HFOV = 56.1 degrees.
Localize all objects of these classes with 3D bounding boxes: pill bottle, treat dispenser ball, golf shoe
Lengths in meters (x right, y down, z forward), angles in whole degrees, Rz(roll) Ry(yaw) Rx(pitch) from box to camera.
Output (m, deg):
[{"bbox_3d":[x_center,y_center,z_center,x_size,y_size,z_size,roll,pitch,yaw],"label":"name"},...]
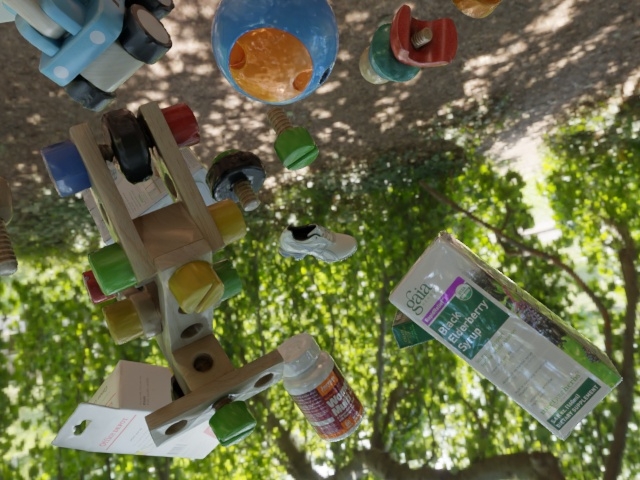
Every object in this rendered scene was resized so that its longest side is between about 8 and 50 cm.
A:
[{"bbox_3d":[-0.006,0.315,1.293,0.121,0.221,0.121,-28,-160,11],"label":"pill bottle"},{"bbox_3d":[-0.102,-0.456,1.364,0.288,0.288,0.288,-9,173,-1],"label":"treat dispenser ball"},{"bbox_3d":[0.000,0.000,1.278,0.176,0.069,0.086,-1,144,-14],"label":"golf shoe"}]

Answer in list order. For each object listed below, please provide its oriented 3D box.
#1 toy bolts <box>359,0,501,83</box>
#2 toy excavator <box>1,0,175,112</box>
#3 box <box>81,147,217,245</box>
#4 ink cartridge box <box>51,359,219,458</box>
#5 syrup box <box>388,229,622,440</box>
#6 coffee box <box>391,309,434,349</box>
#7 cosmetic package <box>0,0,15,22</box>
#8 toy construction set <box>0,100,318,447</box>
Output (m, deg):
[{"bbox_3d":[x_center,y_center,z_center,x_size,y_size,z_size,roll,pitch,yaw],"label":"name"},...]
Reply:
[{"bbox_3d":[0.140,-0.337,0.893,0.218,0.228,0.158,12,171,-26],"label":"toy bolts"},{"bbox_3d":[-0.508,-0.431,1.084,0.222,0.432,0.445,-32,136,23],"label":"toy excavator"},{"bbox_3d":[-0.343,-0.104,1.208,0.231,0.262,0.126,-40,138,-3],"label":"box"},{"bbox_3d":[-0.211,0.209,0.738,0.198,0.067,0.115,18,130,-33],"label":"ink cartridge box"},{"bbox_3d":[0.200,0.097,0.675,0.093,0.237,0.096,-54,171,14],"label":"syrup box"},{"bbox_3d":[0.204,0.111,0.928,0.184,0.040,0.113,-20,-177,11],"label":"coffee box"},{"bbox_3d":[-0.695,-0.613,1.384,0.224,0.224,0.138,7,138,32],"label":"cosmetic package"},{"bbox_3d":[-0.146,0.050,0.474,0.309,0.237,0.257,-4,145,-45],"label":"toy construction set"}]
